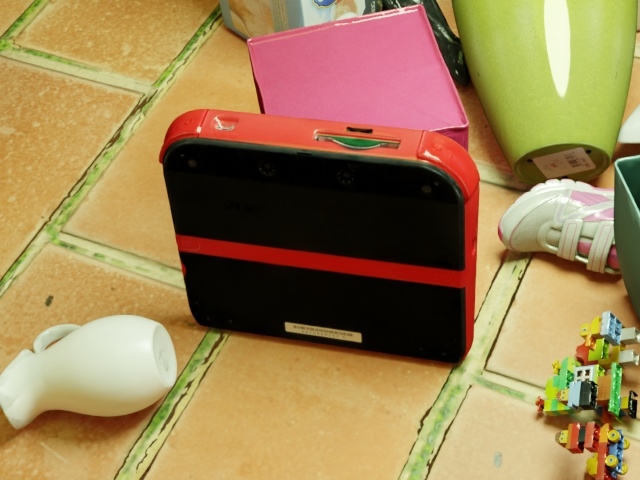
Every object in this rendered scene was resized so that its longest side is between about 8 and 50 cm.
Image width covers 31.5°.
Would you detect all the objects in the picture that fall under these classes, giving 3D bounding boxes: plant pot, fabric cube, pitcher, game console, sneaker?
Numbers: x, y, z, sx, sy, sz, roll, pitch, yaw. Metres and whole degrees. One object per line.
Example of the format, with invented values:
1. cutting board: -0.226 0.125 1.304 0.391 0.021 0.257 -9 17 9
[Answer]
1. plant pot: 0.333 -0.237 1.628 0.274 0.275 0.294 -3 65 6
2. fabric cube: 0.055 -0.124 1.550 0.254 0.258 0.259 -10 49 -2
3. pitcher: -0.293 0.152 1.466 0.207 0.125 0.178 -13 33 11
4. game console: 0.000 0.000 1.399 0.386 0.342 0.060 7 44 14
5. sneaker: 0.365 -0.014 1.511 0.252 0.103 0.111 -6 44 4
6. plant pot: 0.454 0.026 1.382 0.165 0.234 0.166 -11 48 -1

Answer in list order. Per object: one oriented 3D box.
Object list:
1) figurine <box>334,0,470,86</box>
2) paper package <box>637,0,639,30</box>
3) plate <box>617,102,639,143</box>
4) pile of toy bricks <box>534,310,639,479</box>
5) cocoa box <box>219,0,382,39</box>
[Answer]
1. figurine: 0.136 -0.289 1.774 0.215 0.092 0.209 -38 77 -21
2. paper package: 0.388 -0.482 1.762 0.309 0.325 0.168 -8 49 2
3. plate: 0.590 -0.223 1.610 0.277 0.045 0.278 2 34 36
4. pile of toy bricks: 0.310 0.185 1.367 0.105 0.118 0.212 -14 51 40
5. cocoa box: -0.030 -0.481 1.804 0.228 0.347 0.231 -40 57 -23
